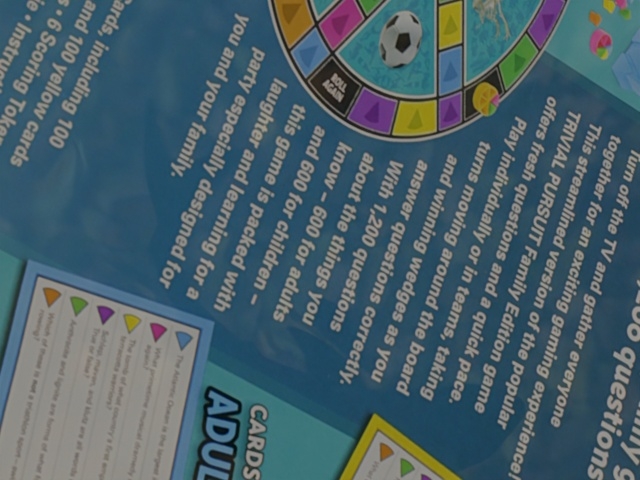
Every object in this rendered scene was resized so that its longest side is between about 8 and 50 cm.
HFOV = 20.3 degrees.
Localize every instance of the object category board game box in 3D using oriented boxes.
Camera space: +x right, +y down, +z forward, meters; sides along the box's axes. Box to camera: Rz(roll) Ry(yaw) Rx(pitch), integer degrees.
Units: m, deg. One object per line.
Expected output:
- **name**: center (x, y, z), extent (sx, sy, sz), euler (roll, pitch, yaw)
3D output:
- **board game box**: center (0.000, 0.000, 0.420), extent (0.079, 0.336, 0.254), euler (-28, 37, 58)
